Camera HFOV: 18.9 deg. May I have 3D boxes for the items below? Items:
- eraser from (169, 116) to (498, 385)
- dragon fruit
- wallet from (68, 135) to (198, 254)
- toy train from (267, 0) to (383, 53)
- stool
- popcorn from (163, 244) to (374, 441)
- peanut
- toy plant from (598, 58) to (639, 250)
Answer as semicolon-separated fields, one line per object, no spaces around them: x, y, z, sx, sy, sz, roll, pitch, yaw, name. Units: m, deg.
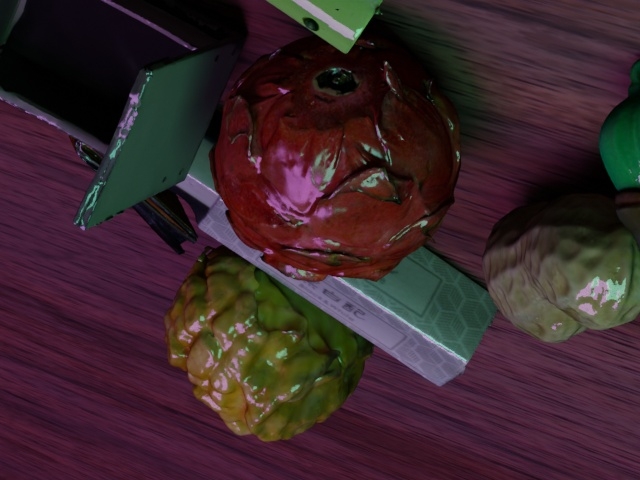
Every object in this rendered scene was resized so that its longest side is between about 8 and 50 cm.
0.000;0.000;2.063;0.404;0.098;0.096;34;153;-6;eraser
0.015;-0.074;1.777;0.241;0.241;0.252;11;138;37;dragon fruit
-0.218;-0.083;2.139;0.195;0.042;0.161;48;-177;-31;wallet
-0.033;-0.262;1.572;0.253;0.157;0.105;34;155;-3;toy train
-0.244;-0.160;1.823;0.244;0.170;0.270;28;-161;9;stool
-0.060;0.112;2.161;0.250;0.250;0.190;43;135;-22;popcorn
0.227;0.026;1.754;0.120;0.136;0.298;-3;178;-11;peanut
0.306;-0.057;1.591;0.143;0.200;0.105;-8;177;5;toy plant
